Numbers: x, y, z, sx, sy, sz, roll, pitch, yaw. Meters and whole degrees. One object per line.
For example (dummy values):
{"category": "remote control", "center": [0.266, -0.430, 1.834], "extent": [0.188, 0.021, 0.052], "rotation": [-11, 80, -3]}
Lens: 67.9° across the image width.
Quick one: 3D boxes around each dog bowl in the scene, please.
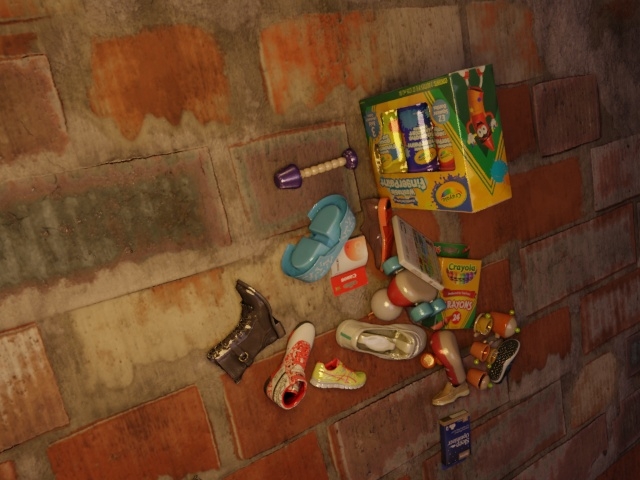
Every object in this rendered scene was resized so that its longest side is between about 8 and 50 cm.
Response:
{"category": "dog bowl", "center": [0.000, 0.000, 1.469], "extent": [0.074, 0.166, 0.297], "rotation": [41, 76, -38]}

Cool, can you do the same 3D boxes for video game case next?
{"category": "video game case", "center": [0.333, 0.040, 1.636], "extent": [0.206, 0.226, 0.026], "rotation": [32, 125, -27]}

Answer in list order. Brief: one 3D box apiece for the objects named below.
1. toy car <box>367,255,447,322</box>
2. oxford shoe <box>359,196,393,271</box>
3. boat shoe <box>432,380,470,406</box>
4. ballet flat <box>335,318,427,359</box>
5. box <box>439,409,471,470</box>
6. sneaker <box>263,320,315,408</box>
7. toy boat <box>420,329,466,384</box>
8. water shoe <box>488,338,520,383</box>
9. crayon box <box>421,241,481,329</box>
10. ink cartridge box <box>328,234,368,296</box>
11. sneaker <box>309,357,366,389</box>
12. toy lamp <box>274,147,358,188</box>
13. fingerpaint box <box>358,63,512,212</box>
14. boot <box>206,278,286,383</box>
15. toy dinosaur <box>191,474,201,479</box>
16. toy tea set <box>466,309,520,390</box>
{"category": "toy car", "center": [0.261, 0.201, 1.631], "extent": [0.210, 0.238, 0.219], "rotation": [-3, 58, -53]}
{"category": "oxford shoe", "center": [0.189, -0.021, 1.614], "extent": [0.097, 0.099, 0.271], "rotation": [-44, 135, -57]}
{"category": "boat shoe", "center": [0.502, 0.588, 1.856], "extent": [0.190, 0.068, 0.072], "rotation": [-10, 88, -36]}
{"category": "ballet flat", "center": [0.241, 0.356, 1.647], "extent": [0.401, 0.139, 0.139], "rotation": [13, 89, -29]}
{"category": "box", "center": [0.544, 0.810, 1.913], "extent": [0.137, 0.036, 0.225], "rotation": [-10, 102, -27]}
{"category": "sneaker", "center": [-0.067, 0.389, 1.479], "extent": [0.090, 0.145, 0.270], "rotation": [36, 79, -26]}
{"category": "toy boat", "center": [0.446, 0.438, 1.769], "extent": [0.151, 0.151, 0.231], "rotation": [-15, 130, 15]}
{"category": "water shoe", "center": [0.767, 0.504, 1.988], "extent": [0.203, 0.073, 0.080], "rotation": [-54, 138, -8]}
{"category": "crayon box", "center": [0.496, 0.171, 1.789], "extent": [0.202, 0.081, 0.318], "rotation": [4, 94, -28]}
{"category": "ink cartridge box", "center": [0.094, 0.086, 1.589], "extent": [0.146, 0.045, 0.179], "rotation": [-18, 101, -24]}
{"category": "sneaker", "center": [0.068, 0.443, 1.594], "extent": [0.209, 0.081, 0.094], "rotation": [9, 89, -28]}
{"category": "toy lamp", "center": [-0.014, -0.219, 1.480], "extent": [0.275, 0.080, 0.080], "rotation": [-19, 104, -26]}
{"category": "fingerpaint box", "center": [0.325, -0.287, 1.442], "extent": [0.163, 0.445, 0.370], "rotation": [-20, 105, -24]}
{"category": "boot", "center": [-0.240, 0.272, 1.406], "extent": [0.229, 0.091, 0.262], "rotation": [-39, 114, -20]}
{"category": "toy dinosaur", "center": [-0.370, 0.778, 1.414], "extent": [0.268, 0.064, 0.118], "rotation": [41, 83, -22]}
{"category": "toy tea set", "center": [0.677, 0.428, 1.855], "extent": [0.200, 0.124, 0.335], "rotation": [-15, 115, -43]}
